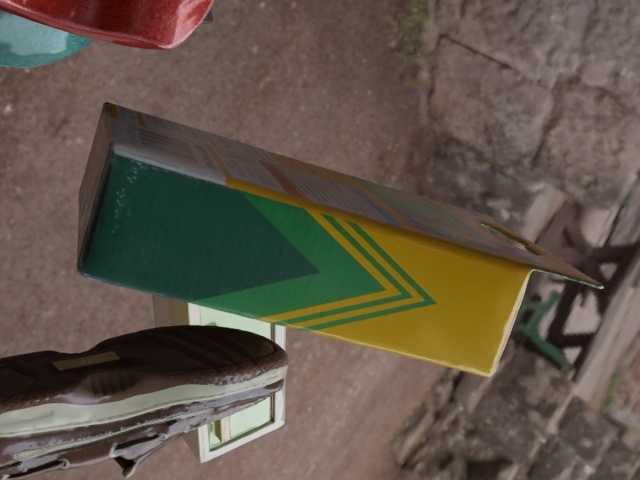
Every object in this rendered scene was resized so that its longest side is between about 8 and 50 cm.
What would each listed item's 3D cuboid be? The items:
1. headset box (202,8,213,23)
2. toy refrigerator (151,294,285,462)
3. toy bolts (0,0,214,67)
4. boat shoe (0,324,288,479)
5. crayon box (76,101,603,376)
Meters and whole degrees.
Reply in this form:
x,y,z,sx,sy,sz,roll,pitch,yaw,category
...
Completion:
x,y,z,sx,sy,sz,roll,pitch,yaw,category
-0.309,-0.395,1.333,0.131,0.283,0.246,-65,149,-77,headset box
-0.094,0.086,0.953,0.102,0.094,0.269,-21,136,-26,toy refrigerator
-0.072,-0.165,0.377,0.218,0.158,0.228,23,83,-32,toy bolts
-0.148,0.129,0.762,0.258,0.095,0.095,-4,113,-28,boat shoe
0.000,0.000,0.688,0.203,0.323,0.083,-131,-123,-71,crayon box
